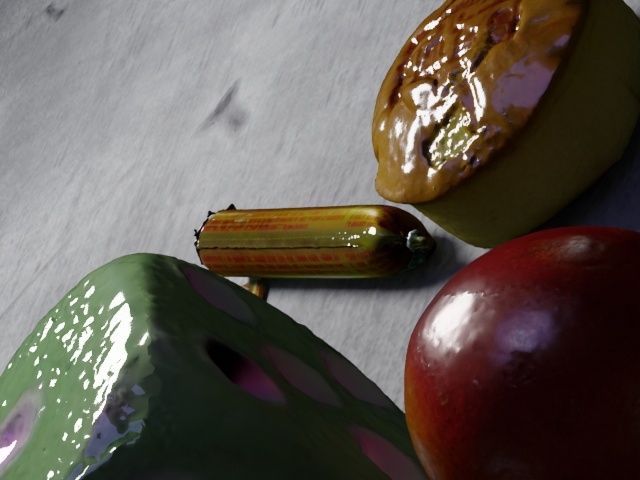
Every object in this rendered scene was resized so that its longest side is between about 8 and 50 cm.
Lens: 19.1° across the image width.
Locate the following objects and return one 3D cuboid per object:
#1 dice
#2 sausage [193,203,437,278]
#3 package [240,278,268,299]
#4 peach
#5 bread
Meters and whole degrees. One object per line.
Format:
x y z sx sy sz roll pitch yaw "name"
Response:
-0.103 0.227 1.469 0.322 0.330 0.318 -51 22 11 "dice"
0.000 0.000 1.836 0.371 0.082 0.082 0 60 58 "sausage"
-0.107 0.099 1.950 0.120 0.031 0.108 -27 39 34 "package"
0.171 0.103 1.291 0.243 0.199 0.243 -30 46 37 "peach"
0.157 -0.128 1.632 0.270 0.148 0.270 -39 31 29 "bread"
